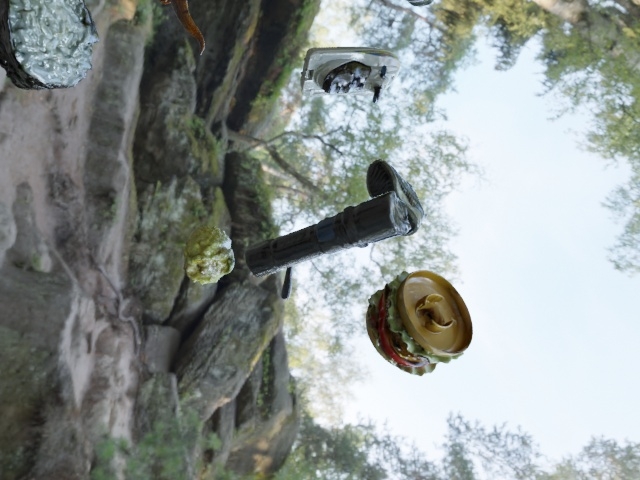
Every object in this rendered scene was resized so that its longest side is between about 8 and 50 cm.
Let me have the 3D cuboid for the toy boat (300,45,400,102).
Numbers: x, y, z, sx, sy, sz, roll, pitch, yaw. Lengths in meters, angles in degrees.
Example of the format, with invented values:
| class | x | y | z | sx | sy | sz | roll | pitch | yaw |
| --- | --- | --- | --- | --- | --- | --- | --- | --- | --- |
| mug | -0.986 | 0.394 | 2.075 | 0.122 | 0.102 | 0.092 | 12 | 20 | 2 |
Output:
| class | x | y | z | sx | sy | sz | roll | pitch | yaw |
| --- | --- | --- | --- | --- | --- | --- | --- | --- | --- |
| toy boat | 0.087 | -0.417 | 1.352 | 0.141 | 0.270 | 0.140 | -179 | -90 | -74 |

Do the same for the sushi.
| class | x | y | z | sx | sy | sz | roll | pitch | yaw |
| --- | --- | --- | --- | --- | --- | --- | --- | --- | --- |
| sushi | -0.627 | -0.513 | 1.177 | 0.171 | 0.211 | 0.349 | 18 | -59 | 34 |

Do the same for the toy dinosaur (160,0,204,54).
| class | x | y | z | sx | sy | sz | roll | pitch | yaw |
| --- | --- | --- | --- | --- | --- | --- | --- | --- | --- |
| toy dinosaur | -0.440 | -0.759 | 1.594 | 0.208 | 0.097 | 0.431 | 1 | -74 | 37 |

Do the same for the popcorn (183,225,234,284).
| class | x | y | z | sx | sy | sz | roll | pitch | yaw |
| --- | --- | --- | --- | --- | --- | --- | --- | --- | --- |
| popcorn | -0.315 | 0.045 | 1.501 | 0.173 | 0.143 | 0.173 | 163 | -90 | -86 |

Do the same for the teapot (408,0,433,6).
| class | x | y | z | sx | sy | sz | roll | pitch | yaw |
| --- | --- | --- | --- | --- | --- | --- | --- | --- | --- |
| teapot | 0.264 | -0.734 | 1.486 | 0.130 | 0.119 | 0.165 | -33 | -103 | 16 |

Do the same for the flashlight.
| class | x | y | z | sx | sy | sz | roll | pitch | yaw |
| --- | --- | --- | --- | --- | --- | --- | --- | --- | --- |
| flashlight | 0.000 | 0.000 | 1.212 | 0.424 | 0.103 | 0.103 | -20 | -120 | 32 |

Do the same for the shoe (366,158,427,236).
| class | x | y | z | sx | sy | sz | roll | pitch | yaw |
| --- | --- | --- | --- | --- | --- | --- | --- | --- | --- |
| shoe | 0.214 | -0.122 | 1.468 | 0.099 | 0.112 | 0.227 | -32 | -97 | 40 |

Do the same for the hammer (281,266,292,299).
| class | x | y | z | sx | sy | sz | roll | pitch | yaw |
| --- | --- | --- | --- | --- | --- | --- | --- | --- | --- |
| hammer | -0.144 | 0.126 | 2.416 | 0.137 | 0.037 | 0.289 | 16 | -82 | 45 |

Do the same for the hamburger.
| class | x | y | z | sx | sy | sz | roll | pitch | yaw |
| --- | --- | --- | --- | --- | --- | --- | --- | --- | --- |
| hamburger | 0.252 | 0.228 | 1.449 | 0.212 | 0.275 | 0.274 | -43 | -136 | 45 |
